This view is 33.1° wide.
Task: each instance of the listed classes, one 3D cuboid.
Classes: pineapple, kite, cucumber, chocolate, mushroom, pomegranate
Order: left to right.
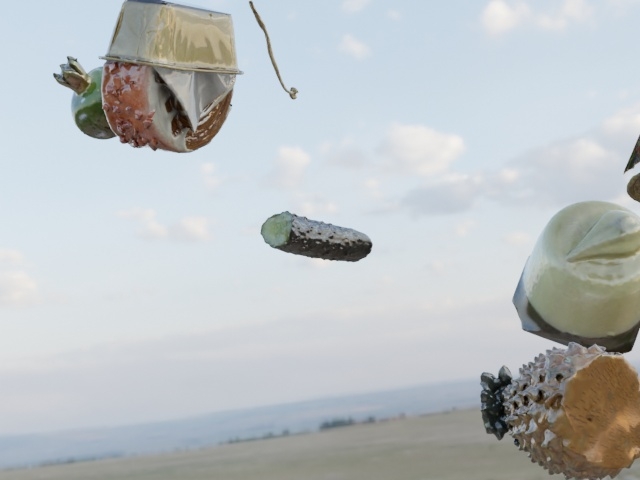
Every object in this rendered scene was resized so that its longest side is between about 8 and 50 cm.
[{"bbox_3d":[-0.340,-0.219,1.629,0.114,0.114,0.142,-14,-38,37],"label":"pomegranate"},{"bbox_3d":[-0.110,-0.428,2.456,0.026,0.028,0.286,-7,-43,22],"label":"mushroom"},{"bbox_3d":[0.000,0.000,2.013,0.081,0.072,0.303,-14,-15,30],"label":"cucumber"},{"bbox_3d":[0.375,0.281,1.795,0.223,0.223,0.357,-3,-4,-22],"label":"pineapple"},{"bbox_3d":[0.641,0.069,2.561,0.314,0.326,0.297,21,-20,15],"label":"chocolate"},{"bbox_3d":[0.685,-0.193,2.228,0.190,0.159,0.010,-29,36,-28],"label":"kite"}]

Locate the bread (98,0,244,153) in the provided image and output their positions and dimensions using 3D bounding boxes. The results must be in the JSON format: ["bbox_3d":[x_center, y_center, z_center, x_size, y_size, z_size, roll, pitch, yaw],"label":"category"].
[{"bbox_3d":[-0.212,-0.227,1.498,0.142,0.212,0.224,16,13,29],"label":"bread"}]

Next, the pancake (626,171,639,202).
[{"bbox_3d":[0.683,-0.111,2.205,0.115,0.011,0.115,3,-35,2],"label":"pancake"}]
